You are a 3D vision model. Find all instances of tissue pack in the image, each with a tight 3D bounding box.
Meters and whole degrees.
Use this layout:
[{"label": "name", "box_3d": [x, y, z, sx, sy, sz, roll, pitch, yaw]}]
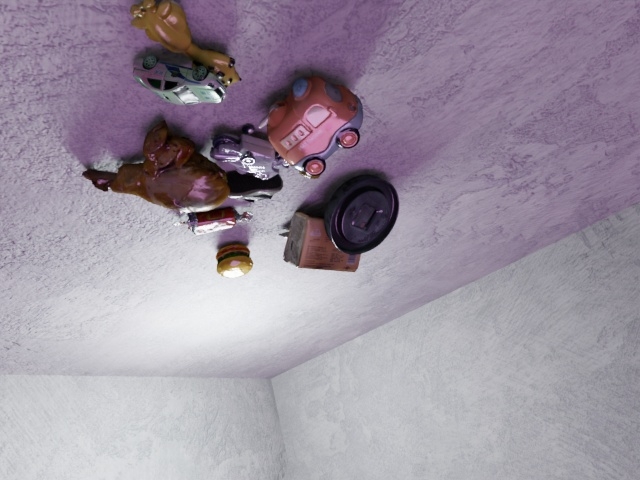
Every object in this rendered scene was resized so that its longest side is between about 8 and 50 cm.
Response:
[{"label": "tissue pack", "box_3d": [0.000, 0.000, 1.850, 0.305, 0.238, 0.238, 6, 144, -36]}]

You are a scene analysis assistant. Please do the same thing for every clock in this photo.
[{"label": "clock", "box_3d": [0.159, -0.099, 1.712, 0.319, 0.066, 0.319, -17, 125, -25]}]

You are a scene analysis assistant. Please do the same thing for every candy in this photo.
[{"label": "candy", "box_3d": [-0.389, -0.072, 1.624, 0.292, 0.059, 0.086, -11, 150, -13]}]

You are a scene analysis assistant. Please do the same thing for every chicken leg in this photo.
[{"label": "chicken leg", "box_3d": [-0.470, -0.211, 1.270, 0.409, 0.182, 0.295, 2, 140, -2]}]

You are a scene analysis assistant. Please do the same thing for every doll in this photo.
[{"label": "doll", "box_3d": [-0.294, -0.434, 1.002, 0.117, 0.086, 0.291, -18, 156, 24]}]

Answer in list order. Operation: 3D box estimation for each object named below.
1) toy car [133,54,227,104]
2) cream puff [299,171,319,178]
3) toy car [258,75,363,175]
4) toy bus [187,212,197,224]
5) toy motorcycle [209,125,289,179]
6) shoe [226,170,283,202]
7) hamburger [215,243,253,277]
[{"label": "toy car", "box_3d": [-0.325, -0.358, 1.023, 0.224, 0.076, 0.090, 18, 171, 16]}, {"label": "cream puff", "box_3d": [-0.031, -0.237, 1.522, 0.083, 0.058, 0.083, -30, 151, 26]}, {"label": "toy car", "box_3d": [-0.028, -0.333, 1.235, 0.270, 0.180, 0.212, -36, 131, 24]}, {"label": "toy bus", "box_3d": [-0.445, -0.096, 1.535, 0.031, 0.037, 0.083, -13, 111, -7]}, {"label": "toy motorcycle", "box_3d": [-0.214, -0.251, 1.360, 0.260, 0.110, 0.171, 8, 155, -30]}, {"label": "shoe", "box_3d": [-0.240, -0.170, 1.499, 0.227, 0.099, 0.112, -8, 158, -18]}, {"label": "hamburger", "box_3d": [-0.362, 0.087, 1.860, 0.162, 0.115, 0.162, -14, 149, -8]}]
